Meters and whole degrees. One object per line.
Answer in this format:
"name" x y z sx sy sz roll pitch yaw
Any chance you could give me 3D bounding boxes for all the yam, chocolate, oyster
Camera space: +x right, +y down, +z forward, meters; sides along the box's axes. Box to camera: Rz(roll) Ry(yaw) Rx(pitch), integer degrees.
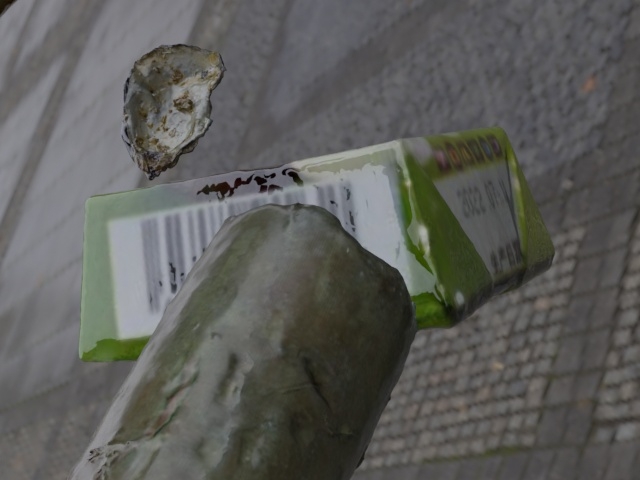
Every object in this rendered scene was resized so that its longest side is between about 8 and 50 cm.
"yam" -0.045 0.098 0.474 0.093 0.093 0.259 -37 21 55
"chocolate" 0.000 0.000 1.144 0.289 0.301 0.137 -15 -83 -66
"oyster" -0.081 -0.068 0.791 0.019 0.054 0.083 76 -158 -58

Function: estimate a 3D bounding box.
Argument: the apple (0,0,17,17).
"apple" -0.197 -0.183 0.579 0.261 0.194 0.261 -55 -6 -9
